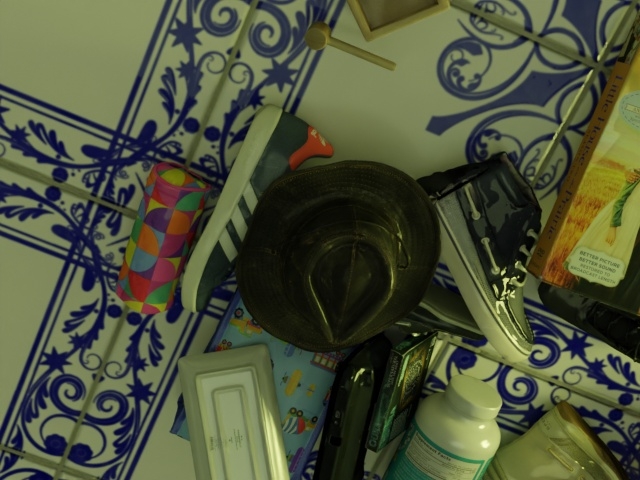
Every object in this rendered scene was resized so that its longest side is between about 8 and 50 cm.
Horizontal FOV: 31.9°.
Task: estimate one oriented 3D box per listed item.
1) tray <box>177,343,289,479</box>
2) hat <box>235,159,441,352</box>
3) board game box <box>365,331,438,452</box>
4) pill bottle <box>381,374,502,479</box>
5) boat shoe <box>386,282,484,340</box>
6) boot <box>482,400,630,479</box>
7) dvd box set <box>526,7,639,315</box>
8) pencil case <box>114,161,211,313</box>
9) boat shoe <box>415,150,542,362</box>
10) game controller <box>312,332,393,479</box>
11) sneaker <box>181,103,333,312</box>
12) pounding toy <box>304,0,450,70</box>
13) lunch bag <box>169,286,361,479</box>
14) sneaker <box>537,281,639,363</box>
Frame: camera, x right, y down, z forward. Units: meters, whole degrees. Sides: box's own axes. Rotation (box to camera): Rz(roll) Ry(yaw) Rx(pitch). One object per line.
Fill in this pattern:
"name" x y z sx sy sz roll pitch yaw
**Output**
"tray" -0.132 0.304 1.738 0.145 0.030 0.270 -9 96 -3
"hat" 0.034 0.055 1.611 0.331 0.134 0.331 -4 122 -7
"board game box" 0.131 0.240 1.809 0.026 0.126 0.186 25 115 25
"pill bottle" 0.202 0.353 1.844 0.146 0.146 0.264 20 112 -9
"boat shoe" 0.155 0.112 1.776 0.233 0.084 0.079 19 121 -5
"boot" 0.407 0.419 1.901 0.203 0.095 0.262 -36 108 14
"dvd box set" 0.523 -0.091 1.638 0.308 0.062 0.420 20 101 -13
"pencil case" -0.243 -0.001 1.714 0.104 0.104 0.236 18 115 -8
"boat shoe" 0.285 0.027 1.705 0.158 0.127 0.340 -25 111 19
"game controller" 0.046 0.303 1.811 0.067 0.166 0.319 19 117 14
"sneaker" -0.093 -0.023 1.682 0.148 0.131 0.350 25 112 -6
"pounding toy" 0.074 -0.334 1.571 0.206 0.094 0.181 -19 118 18
"lunch bag" -0.078 0.208 1.800 0.221 0.138 0.293 25 102 -8
"sneaker" 0.476 0.126 1.752 0.286 0.130 0.109 22 115 -8
